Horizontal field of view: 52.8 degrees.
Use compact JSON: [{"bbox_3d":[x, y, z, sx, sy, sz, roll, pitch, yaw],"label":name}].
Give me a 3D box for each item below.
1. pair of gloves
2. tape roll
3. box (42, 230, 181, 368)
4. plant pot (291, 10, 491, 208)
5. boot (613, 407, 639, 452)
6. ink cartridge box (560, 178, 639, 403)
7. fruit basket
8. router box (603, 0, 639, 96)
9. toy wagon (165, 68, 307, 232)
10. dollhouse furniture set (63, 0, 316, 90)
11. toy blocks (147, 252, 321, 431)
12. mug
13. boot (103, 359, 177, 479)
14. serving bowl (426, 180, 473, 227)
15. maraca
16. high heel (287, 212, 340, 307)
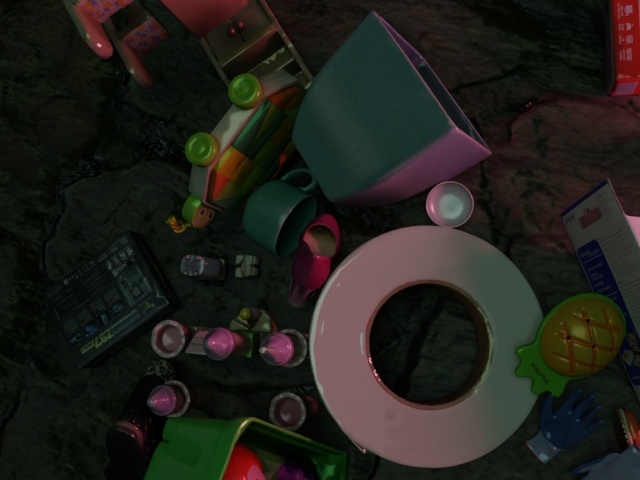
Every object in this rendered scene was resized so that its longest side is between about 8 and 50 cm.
[{"bbox_3d":[0.418,0.328,1.013,0.198,0.023,0.159,47,124,23],"label":"pair of gloves"},{"bbox_3d":[0.171,0.171,1.060,0.391,0.072,0.392,0,83,-2],"label":"tape roll"},{"bbox_3d":[-0.423,0.120,1.304,0.232,0.059,0.183,-36,73,7],"label":"box"},{"bbox_3d":[0.103,-0.186,1.120,0.252,0.248,0.247,-38,72,21],"label":"plant pot"},{"bbox_3d":[0.517,0.327,1.002,0.084,0.059,0.158,-24,83,7],"label":"boot"},{"bbox_3d":[0.492,0.096,0.980,0.069,0.176,0.371,-18,76,-8],"label":"ink cartridge box"},{"bbox_3d":[-0.052,0.437,0.962,0.392,0.392,0.283,15,73,18],"label":"fruit basket"},{"bbox_3d":[0.639,-0.422,1.079,0.301,0.082,0.336,-1,80,16],"label":"router box"},{"bbox_3d":[-0.142,-0.140,1.159,0.068,0.267,0.344,39,93,19],"label":"toy wagon"},{"bbox_3d":[-0.168,-0.378,1.140,0.362,0.394,0.257,-33,74,8],"label":"dollhouse furniture set"},{"bbox_3d":[-0.157,0.162,1.115,0.288,0.260,0.309,1,81,17],"label":"toy blocks"},{"bbox_3d":[-0.075,-0.055,1.205,0.097,0.129,0.158,29,54,20],"label":"mug"},{"bbox_3d":[-0.331,0.355,1.217,0.085,0.236,0.179,17,42,3],"label":"boot"},{"bbox_3d":[0.231,-0.065,1.159,0.083,0.027,0.083,1,96,8],"label":"serving bowl"},{"bbox_3d":[0.385,0.161,0.994,0.185,0.099,0.127,-43,96,5],"label":"maraca"},{"bbox_3d":[0.000,0.000,1.114,0.082,0.244,0.117,26,129,2],"label":"high heel"}]
